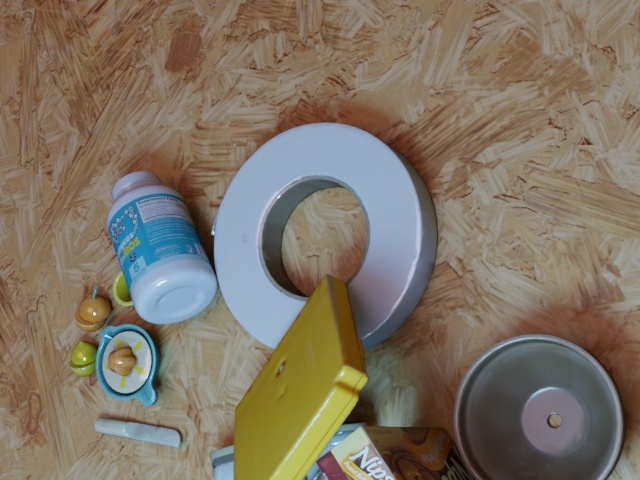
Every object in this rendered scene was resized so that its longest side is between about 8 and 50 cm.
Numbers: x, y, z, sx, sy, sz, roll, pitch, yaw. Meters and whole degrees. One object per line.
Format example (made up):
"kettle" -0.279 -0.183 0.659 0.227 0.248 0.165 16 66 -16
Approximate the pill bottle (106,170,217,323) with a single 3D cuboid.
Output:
"pill bottle" -0.285 0.004 1.749 0.146 0.146 0.264 -38 55 17

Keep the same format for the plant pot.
"plant pot" 0.315 0.254 1.410 0.237 0.109 0.237 -6 78 27

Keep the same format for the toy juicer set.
"toy juicer set" -0.373 0.228 1.798 0.209 0.089 0.329 -19 73 24

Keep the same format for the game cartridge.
"game cartridge" -0.035 0.228 1.437 0.052 0.324 0.285 29 106 -15

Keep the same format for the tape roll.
"tape roll" 0.000 0.000 1.649 0.392 0.072 0.392 -5 79 28

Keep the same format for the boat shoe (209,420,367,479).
"boat shoe" -0.042 0.356 1.591 0.302 0.113 0.103 -22 72 35

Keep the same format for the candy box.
"candy box" 0.136 0.351 1.368 0.087 0.316 0.183 -39 65 14
